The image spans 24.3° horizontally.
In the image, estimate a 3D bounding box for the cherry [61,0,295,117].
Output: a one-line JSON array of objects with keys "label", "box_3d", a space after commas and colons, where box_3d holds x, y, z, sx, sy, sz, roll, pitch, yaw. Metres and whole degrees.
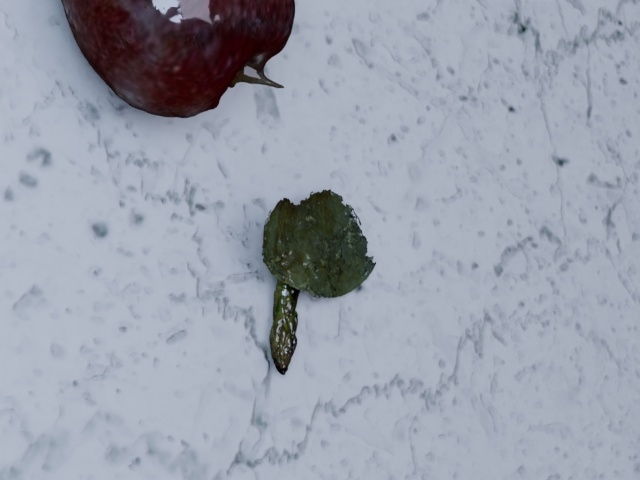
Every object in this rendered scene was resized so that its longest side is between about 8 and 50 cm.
[{"label": "cherry", "box_3d": [-0.152, -0.255, 1.496, 0.300, 0.203, 0.230, 50, 59, -4]}]

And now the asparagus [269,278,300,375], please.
[{"label": "asparagus", "box_3d": [-0.036, 0.068, 1.640, 0.036, 0.030, 0.165, 27, 64, -62]}]

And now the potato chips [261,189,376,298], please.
[{"label": "potato chips", "box_3d": [0.000, 0.000, 1.654, 0.209, 0.026, 0.142, 43, 51, -45]}]
